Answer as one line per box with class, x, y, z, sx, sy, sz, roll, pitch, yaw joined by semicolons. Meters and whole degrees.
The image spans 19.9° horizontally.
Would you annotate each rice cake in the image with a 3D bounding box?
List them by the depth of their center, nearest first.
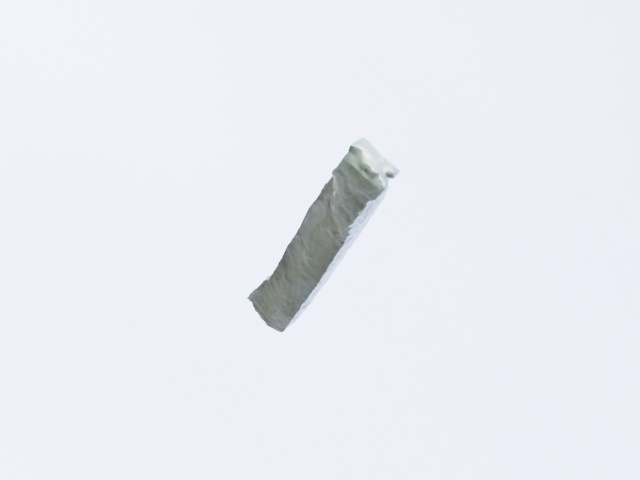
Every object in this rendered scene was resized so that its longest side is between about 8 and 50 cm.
rice cake;0.000;0.000;0.723;0.022;0.021;0.121;44;-37;7
